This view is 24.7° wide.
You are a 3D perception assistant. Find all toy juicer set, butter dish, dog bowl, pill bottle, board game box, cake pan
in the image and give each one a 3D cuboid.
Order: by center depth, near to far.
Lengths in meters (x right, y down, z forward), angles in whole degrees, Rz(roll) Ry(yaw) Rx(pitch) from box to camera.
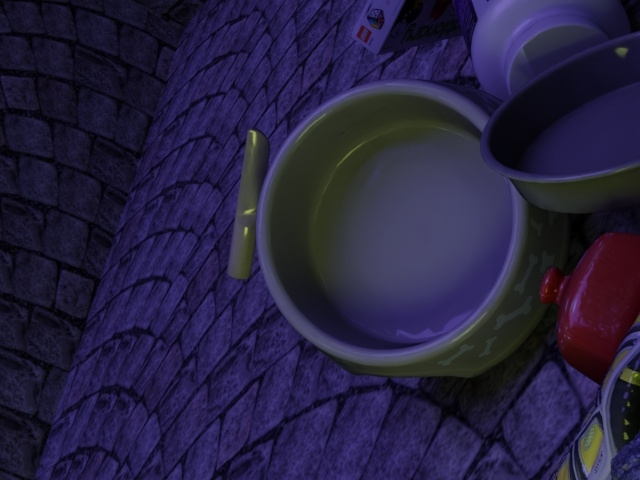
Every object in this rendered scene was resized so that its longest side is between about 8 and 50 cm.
[{"bbox_3d":[0.251,0.057,1.291,0.160,0.118,0.160,-65,-20,-13],"label":"butter dish"},{"bbox_3d":[0.299,-0.118,1.405,0.293,0.054,0.293,-21,25,11],"label":"cake pan"},{"bbox_3d":[0.087,-0.015,1.572,0.348,0.349,0.102,-58,-24,5],"label":"dog bowl"},{"bbox_3d":[0.256,-0.259,1.711,0.181,0.181,0.323,-51,21,24],"label":"pill bottle"},{"bbox_3d":[0.000,0.000,1.785,0.209,0.329,0.089,-60,27,15],"label":"toy juicer set"},{"bbox_3d":[0.178,-0.354,1.927,0.305,0.053,0.193,-22,-34,-52],"label":"board game box"}]

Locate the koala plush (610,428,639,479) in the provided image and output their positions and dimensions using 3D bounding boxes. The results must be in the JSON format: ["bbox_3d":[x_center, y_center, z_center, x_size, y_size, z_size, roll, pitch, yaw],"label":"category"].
[{"bbox_3d":[0.329,0.160,0.951,0.221,0.203,0.196,-37,28,24],"label":"koala plush"}]

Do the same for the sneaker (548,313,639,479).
[{"bbox_3d":[0.248,0.162,1.152,0.384,0.145,0.147,-64,18,1],"label":"sneaker"}]
